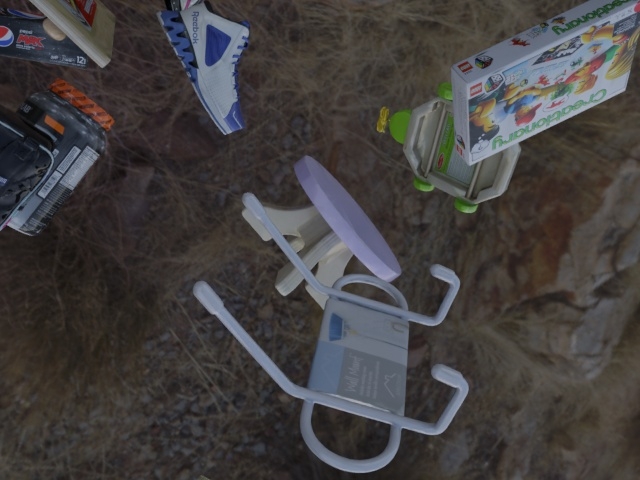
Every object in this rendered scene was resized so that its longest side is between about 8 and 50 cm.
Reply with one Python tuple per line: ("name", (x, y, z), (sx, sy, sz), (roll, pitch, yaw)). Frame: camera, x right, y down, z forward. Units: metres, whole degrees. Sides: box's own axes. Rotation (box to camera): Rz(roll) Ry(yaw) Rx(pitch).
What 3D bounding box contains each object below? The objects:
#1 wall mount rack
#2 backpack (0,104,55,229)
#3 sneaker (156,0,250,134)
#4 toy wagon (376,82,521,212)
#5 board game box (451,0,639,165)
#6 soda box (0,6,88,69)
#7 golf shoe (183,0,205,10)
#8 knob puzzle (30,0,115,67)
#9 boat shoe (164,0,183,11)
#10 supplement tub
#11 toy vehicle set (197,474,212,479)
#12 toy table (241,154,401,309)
("wall mount rack", (0.016, 0.085, 0.772), (0.304, 0.350, 0.131), (17, 121, -1))
("backpack", (-0.629, -0.131, 1.150), (0.225, 0.191, 0.253), (35, 95, -36))
("sneaker", (-0.223, -0.411, 1.488), (0.182, 0.127, 0.316), (-28, 106, -3))
("toy wagon", (0.291, -0.232, 1.517), (0.068, 0.344, 0.267), (-34, 145, -43))
("board game box", (0.356, -0.257, 1.029), (0.305, 0.053, 0.193), (-26, 146, -3))
("soda box", (-0.421, -0.294, 0.928), (0.168, 0.053, 0.060), (3, 120, -25))
("golf shoe", (-0.330, -0.662, 1.685), (0.085, 0.067, 0.186), (13, 113, -11))
("knob puzzle", (-0.249, -0.228, 0.518), (0.030, 0.213, 0.213), (-39, 139, 9))
("boat shoe", (-0.360, -0.553, 1.617), (0.042, 0.049, 0.133), (-21, 107, -35))
("supplement tub", (-0.652, -0.198, 1.516), (0.338, 0.207, 0.207), (-56, 139, -8))
("toy vehicle set", (-0.143, 0.577, 1.275), (0.166, 0.267, 0.035), (41, 82, -31))
("toy table", (0.000, 0.000, 1.170), (0.161, 0.274, 0.252), (-36, -176, 15))
